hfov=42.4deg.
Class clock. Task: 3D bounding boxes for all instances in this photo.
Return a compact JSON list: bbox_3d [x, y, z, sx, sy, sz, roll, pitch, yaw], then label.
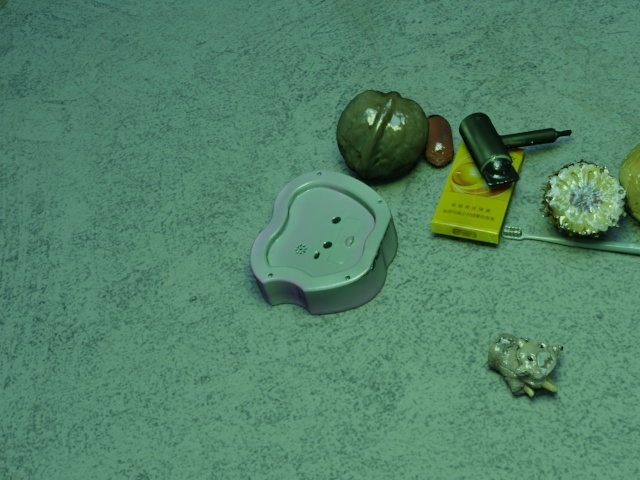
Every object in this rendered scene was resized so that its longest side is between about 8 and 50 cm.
[{"bbox_3d":[0.000,0.000,1.831,0.338,0.102,0.339,-6,54,9],"label":"clock"}]

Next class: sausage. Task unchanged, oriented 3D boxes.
[{"bbox_3d":[0.277,-0.238,1.954,0.076,0.076,0.141,-5,55,10],"label":"sausage"}]

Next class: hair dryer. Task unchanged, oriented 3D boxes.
[{"bbox_3d":[0.457,-0.210,1.847,0.248,0.078,0.196,-11,50,-8],"label":"hair dryer"}]

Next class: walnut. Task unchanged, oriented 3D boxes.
[{"bbox_3d":[0.141,-0.243,1.898,0.224,0.224,0.224,-6,54,9],"label":"walnut"}]

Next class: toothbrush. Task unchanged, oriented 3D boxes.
[{"bbox_3d":[0.556,0.002,1.745,0.342,0.030,0.025,9,60,19],"label":"toothbrush"}]

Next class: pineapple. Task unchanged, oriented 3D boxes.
[{"bbox_3d":[0.545,-0.076,1.746,0.176,0.137,0.161,6,80,8],"label":"pineapple"}]

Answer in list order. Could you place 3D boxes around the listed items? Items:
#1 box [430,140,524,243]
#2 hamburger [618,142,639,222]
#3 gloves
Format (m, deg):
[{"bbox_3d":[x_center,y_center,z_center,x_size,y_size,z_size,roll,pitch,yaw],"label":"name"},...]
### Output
[{"bbox_3d":[0.356,-0.115,1.853,0.152,0.043,0.269,11,54,18],"label":"box"},{"bbox_3d":[0.763,-0.108,1.709,0.259,0.145,0.283,-45,52,-15],"label":"hamburger"},{"bbox_3d":[0.390,0.233,1.589,0.144,0.094,0.110,10,47,28],"label":"gloves"}]
